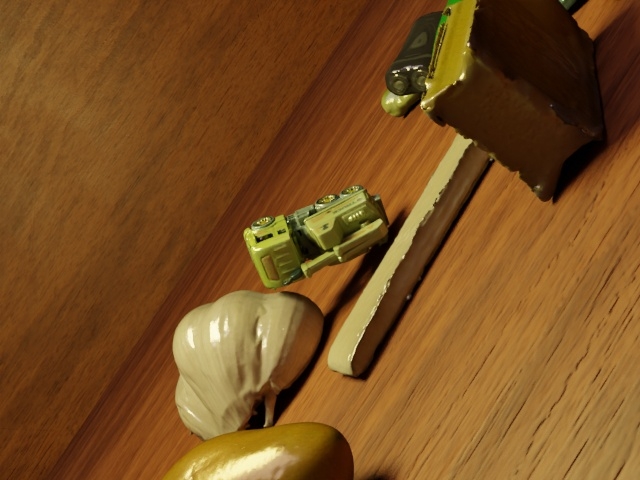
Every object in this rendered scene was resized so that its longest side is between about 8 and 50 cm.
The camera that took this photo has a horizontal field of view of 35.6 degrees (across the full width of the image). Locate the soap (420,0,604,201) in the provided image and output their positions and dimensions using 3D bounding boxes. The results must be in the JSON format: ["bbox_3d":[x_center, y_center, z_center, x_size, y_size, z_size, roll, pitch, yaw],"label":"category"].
[{"bbox_3d":[0.167,-0.147,0.849,0.076,0.135,0.233,-49,12,35],"label":"soap"}]

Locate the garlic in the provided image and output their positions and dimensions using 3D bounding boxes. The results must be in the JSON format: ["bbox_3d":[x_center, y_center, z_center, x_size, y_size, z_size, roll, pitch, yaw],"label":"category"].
[{"bbox_3d":[-0.104,0.138,1.184,0.229,0.143,0.178,-40,15,27],"label":"garlic"}]

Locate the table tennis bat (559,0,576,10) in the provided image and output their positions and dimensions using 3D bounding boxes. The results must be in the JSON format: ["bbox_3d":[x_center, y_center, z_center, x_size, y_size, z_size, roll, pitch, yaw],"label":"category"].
[{"bbox_3d":[0.280,-0.286,1.043,0.149,0.038,0.237,-53,7,19],"label":"table tennis bat"}]

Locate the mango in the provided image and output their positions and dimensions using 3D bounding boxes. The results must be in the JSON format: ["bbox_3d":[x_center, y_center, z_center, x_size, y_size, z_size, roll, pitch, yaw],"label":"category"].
[{"bbox_3d":[-0.064,0.219,0.812,0.253,0.113,0.138,-43,35,33],"label":"mango"}]

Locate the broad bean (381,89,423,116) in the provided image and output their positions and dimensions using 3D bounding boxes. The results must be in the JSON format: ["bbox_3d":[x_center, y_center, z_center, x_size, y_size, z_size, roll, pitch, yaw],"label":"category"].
[{"bbox_3d":[0.129,-0.222,1.492,0.083,0.045,0.063,-40,20,32],"label":"broad bean"}]

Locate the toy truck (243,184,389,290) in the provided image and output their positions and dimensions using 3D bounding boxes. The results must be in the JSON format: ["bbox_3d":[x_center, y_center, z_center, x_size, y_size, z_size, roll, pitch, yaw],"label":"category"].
[{"bbox_3d":[0.000,0.000,1.156,0.169,0.077,0.100,-19,21,0],"label":"toy truck"}]

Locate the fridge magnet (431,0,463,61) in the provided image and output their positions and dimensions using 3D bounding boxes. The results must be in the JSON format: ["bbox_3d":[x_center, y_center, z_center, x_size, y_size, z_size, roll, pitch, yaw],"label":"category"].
[{"bbox_3d":[0.196,-0.273,1.178,0.208,0.088,0.208,-60,1,2],"label":"fridge magnet"}]

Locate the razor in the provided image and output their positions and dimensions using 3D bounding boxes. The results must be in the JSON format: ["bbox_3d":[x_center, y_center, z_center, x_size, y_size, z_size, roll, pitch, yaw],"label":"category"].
[{"bbox_3d":[0.153,-0.270,1.441,0.090,0.054,0.148,-1,45,33],"label":"razor"}]

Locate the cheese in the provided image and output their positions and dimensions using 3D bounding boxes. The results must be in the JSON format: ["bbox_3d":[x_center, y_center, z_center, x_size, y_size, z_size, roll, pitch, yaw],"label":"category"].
[{"bbox_3d":[0.121,-0.038,1.007,0.400,0.034,0.085,-58,6,-13],"label":"cheese"}]
